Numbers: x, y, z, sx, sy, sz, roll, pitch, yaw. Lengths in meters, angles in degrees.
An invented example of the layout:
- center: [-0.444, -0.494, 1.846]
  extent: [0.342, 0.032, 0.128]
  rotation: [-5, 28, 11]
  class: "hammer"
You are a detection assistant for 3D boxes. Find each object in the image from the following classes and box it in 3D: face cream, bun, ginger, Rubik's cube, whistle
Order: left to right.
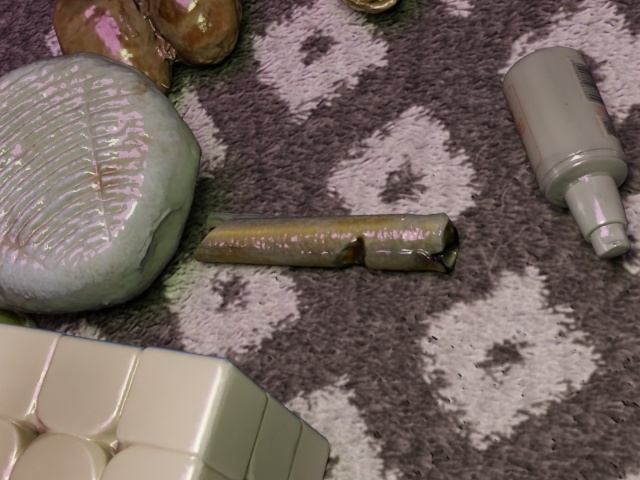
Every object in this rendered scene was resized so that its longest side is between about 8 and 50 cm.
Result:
- center: [-0.305, -0.059, 1.395]
  extent: [0.354, 0.194, 0.355]
  rotation: [-6, 72, 18]
  class: "bun"
- center: [-0.195, 0.276, 1.129]
  extent: [0.291, 0.290, 0.291]
  rotation: [5, 67, 24]
  class: "Rubik's cube"
- center: [-0.211, -0.304, 1.525]
  extent: [0.304, 0.155, 0.245]
  rotation: [-22, 51, 2]
  class: "ginger"
- center: [0.000, 0.001, 1.325]
  extent: [0.326, 0.057, 0.068]
  rotation: [2, 63, 24]
  class: "whistle"
- center: [0.280, -0.088, 1.227]
  extent: [0.101, 0.101, 0.252]
  rotation: [-21, 59, 12]
  class: "face cream"

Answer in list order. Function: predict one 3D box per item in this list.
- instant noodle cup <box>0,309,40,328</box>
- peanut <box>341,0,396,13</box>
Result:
- center: [-0.495, 0.157, 1.368]
  extent: [0.264, 0.200, 0.264]
  rotation: [-10, 63, 19]
  class: "instant noodle cup"
- center: [0.026, -0.419, 1.484]
  extent: [0.149, 0.149, 0.313]
  rotation: [-40, 52, 0]
  class: "peanut"
